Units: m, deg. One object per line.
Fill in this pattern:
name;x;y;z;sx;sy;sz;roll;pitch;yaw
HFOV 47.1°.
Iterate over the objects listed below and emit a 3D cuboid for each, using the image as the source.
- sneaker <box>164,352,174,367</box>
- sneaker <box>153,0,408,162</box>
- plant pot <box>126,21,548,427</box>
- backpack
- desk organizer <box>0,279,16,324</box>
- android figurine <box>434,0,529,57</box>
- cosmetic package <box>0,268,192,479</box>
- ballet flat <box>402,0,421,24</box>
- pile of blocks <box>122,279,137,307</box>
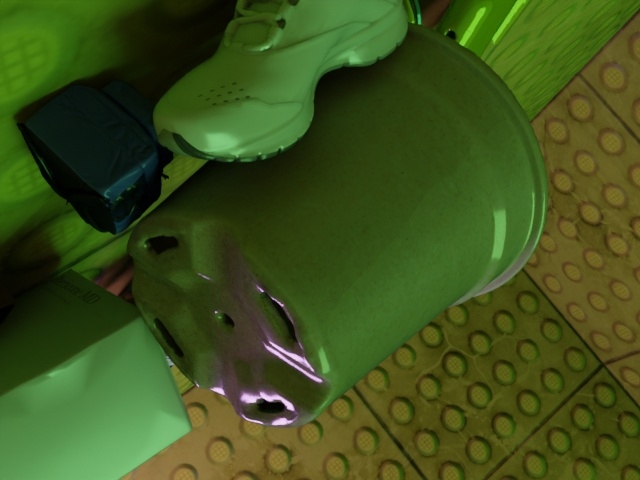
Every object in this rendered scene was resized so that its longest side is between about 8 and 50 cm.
sneaker;-0.302;0.196;1.306;0.182;0.127;0.315;-42;172;12
sneaker;-0.030;-0.172;0.579;0.297;0.111;0.129;-51;152;-35
plant pot;0.000;0.000;0.707;0.305;0.334;0.334;-42;175;-39
backpack;-0.171;-0.063;0.605;0.101;0.098;0.120;-40;172;-22
desk organizer;-0.357;0.069;0.682;0.047;0.050;0.130;-44;169;33
android figurine;0.209;-0.294;0.933;0.272;0.056;0.248;-57;169;31
cosmetic package;-0.347;0.194;0.705;0.385;0.156;0.217;-33;-151;-31
ballet flat;0.070;-0.221;0.872;0.077;0.077;0.231;-21;172;-1
pile of blocks;-0.240;0.085;1.156;0.113;0.148;0.362;6;-176;29
